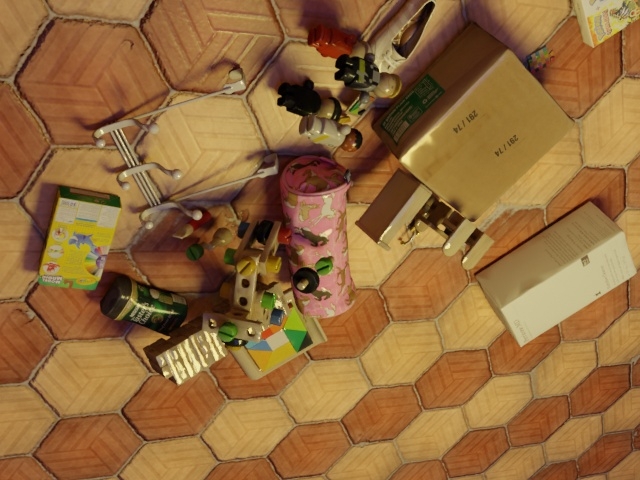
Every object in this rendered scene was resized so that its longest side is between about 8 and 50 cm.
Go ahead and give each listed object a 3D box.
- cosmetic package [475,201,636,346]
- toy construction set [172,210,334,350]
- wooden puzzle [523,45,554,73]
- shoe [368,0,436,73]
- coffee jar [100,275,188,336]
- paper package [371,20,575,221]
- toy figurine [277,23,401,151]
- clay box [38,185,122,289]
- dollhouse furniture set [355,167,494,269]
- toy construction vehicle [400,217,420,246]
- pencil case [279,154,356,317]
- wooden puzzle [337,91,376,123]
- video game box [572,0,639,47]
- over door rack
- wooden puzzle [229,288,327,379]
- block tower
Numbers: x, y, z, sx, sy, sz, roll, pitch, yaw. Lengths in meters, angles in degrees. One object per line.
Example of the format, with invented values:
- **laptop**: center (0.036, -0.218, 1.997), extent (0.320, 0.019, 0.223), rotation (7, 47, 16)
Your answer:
- **cosmetic package**: center (0.650, 0.096, 1.968), extent (0.385, 0.156, 0.217), rotation (-36, 132, 4)
- **toy construction set**: center (-0.182, 0.080, 1.473), extent (0.309, 0.237, 0.257), rotation (36, 117, 4)
- **wooden puzzle**: center (0.501, -0.414, 1.629), extent (0.083, 0.006, 0.049), rotation (-30, 130, 1)
- **shoe**: center (0.160, -0.413, 1.455), extent (0.077, 0.058, 0.219), rotation (24, 113, -34)
- **coffee jar**: center (-0.404, 0.150, 1.623), extent (0.184, 0.079, 0.096), rotation (24, 112, -34)
- **paper package**: center (0.338, -0.256, 1.575), extent (0.325, 0.168, 0.310), rotation (-46, 127, 14)
- **toy figurine**: center (0.037, -0.292, 1.397), extent (0.148, 0.209, 0.213), rotation (14, 119, -36)
- **clay box**: center (-0.508, 0.001, 1.487), extent (0.128, 0.053, 0.222), rotation (10, 121, -28)
- **dollhouse furniture set**: center (0.228, -0.027, 1.627), extent (0.242, 0.212, 0.161), rotation (32, 98, -36)
- **toy construction vehicle**: center (0.215, -0.037, 1.769), extent (0.086, 0.035, 0.098), rotation (30, 109, -36)
- **pencil case**: center (0.000, 0.000, 1.628), extent (0.167, 0.160, 0.386), rotation (-9, 127, -8)
- **wooden puzzle**: center (0.088, -0.291, 1.518), extent (0.079, 0.014, 0.116), rotation (-12, 147, -54)
- **video game box**: center (0.645, -0.560, 1.557), extent (0.187, 0.048, 0.205), rotation (-32, 130, 5)
- **over door rack**: center (-0.256, -0.172, 1.430), extent (0.324, 0.108, 0.239), rotation (-24, 131, -5)
- **wooden puzzle**: center (-0.118, 0.252, 1.838), extent (0.239, 0.044, 0.221), rotation (-27, 130, -2)
- **block tower**: center (-0.235, 0.209, 1.648), extent (0.336, 0.097, 0.090), rotation (-30, 111, -27)
